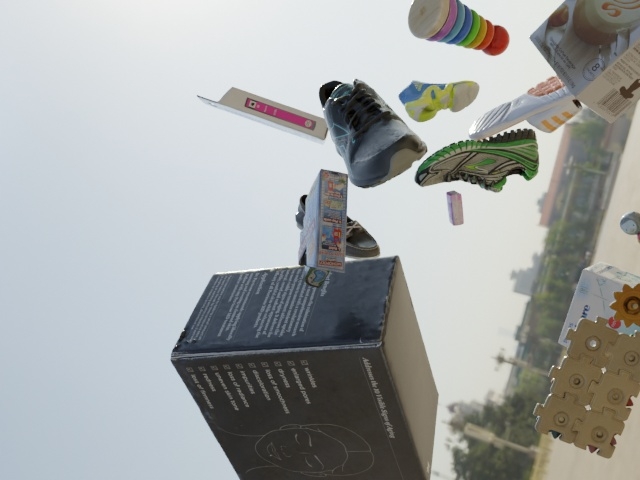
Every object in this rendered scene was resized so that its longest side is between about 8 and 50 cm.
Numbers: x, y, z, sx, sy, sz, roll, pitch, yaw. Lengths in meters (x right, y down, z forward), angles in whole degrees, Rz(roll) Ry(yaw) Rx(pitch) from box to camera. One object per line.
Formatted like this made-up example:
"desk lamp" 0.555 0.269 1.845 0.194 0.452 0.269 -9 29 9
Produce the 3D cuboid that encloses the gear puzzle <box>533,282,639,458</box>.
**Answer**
"gear puzzle" 0.538 0.235 1.310 0.044 0.175 0.339 -71 2 -85

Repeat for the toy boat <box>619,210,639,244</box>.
"toy boat" 0.991 -0.106 1.874 0.318 0.148 0.267 -46 -15 15

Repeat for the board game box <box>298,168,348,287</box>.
"board game box" 0.000 0.000 1.306 0.194 0.060 0.194 119 156 -52

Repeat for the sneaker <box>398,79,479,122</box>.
"sneaker" 0.310 -0.399 1.819 0.240 0.126 0.091 -22 -35 -30

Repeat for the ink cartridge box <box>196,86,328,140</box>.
"ink cartridge box" -0.154 -0.360 1.923 0.176 0.370 0.069 -108 35 -86

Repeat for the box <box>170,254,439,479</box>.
"box" -0.008 0.321 1.584 0.297 0.471 0.480 -69 -33 -50

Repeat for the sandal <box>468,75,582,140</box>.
"sandal" 0.408 -0.239 1.282 0.076 0.265 0.102 48 -137 -23

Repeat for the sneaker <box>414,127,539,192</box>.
"sneaker" 0.418 -0.193 1.804 0.134 0.343 0.146 65 -167 -81

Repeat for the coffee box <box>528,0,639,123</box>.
"coffee box" 0.403 -0.288 0.840 0.098 0.141 0.246 19 -52 -37

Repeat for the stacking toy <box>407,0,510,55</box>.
"stacking toy" 0.403 -0.590 1.905 0.330 0.141 0.141 9 -83 -37

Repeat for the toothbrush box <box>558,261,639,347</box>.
"toothbrush box" 0.773 0.210 1.676 0.126 0.295 0.216 -11 -59 -46

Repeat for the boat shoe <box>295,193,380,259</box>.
"boat shoe" 0.039 -0.040 1.940 0.112 0.335 0.096 -21 -57 -34

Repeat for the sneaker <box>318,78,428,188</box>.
"sneaker" 0.050 -0.144 0.880 0.101 0.267 0.106 -33 -67 -2

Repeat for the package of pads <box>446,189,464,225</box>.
"package of pads" 0.340 -0.082 1.716 0.050 0.032 0.083 -105 6 -75
